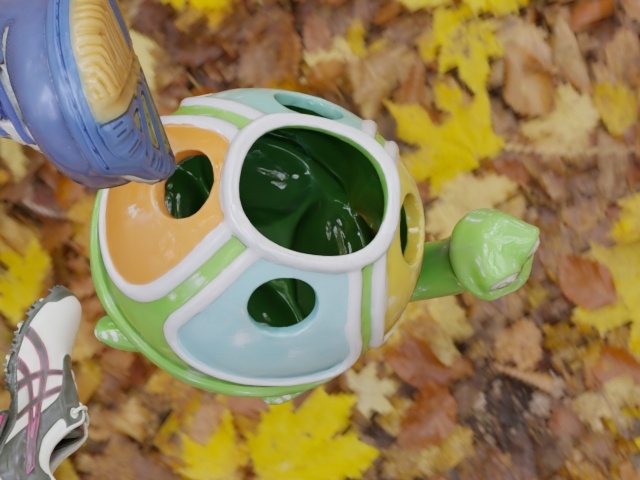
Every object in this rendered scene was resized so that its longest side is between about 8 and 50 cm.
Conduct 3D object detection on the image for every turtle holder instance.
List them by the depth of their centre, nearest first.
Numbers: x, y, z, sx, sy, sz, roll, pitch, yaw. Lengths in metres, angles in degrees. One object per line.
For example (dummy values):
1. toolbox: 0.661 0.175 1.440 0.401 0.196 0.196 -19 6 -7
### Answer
1. turtle holder: -0.014 0.011 1.313 0.320 0.227 0.243 35 65 -8

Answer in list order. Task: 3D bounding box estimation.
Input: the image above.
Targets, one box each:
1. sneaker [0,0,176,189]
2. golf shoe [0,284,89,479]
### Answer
1. sneaker: -0.154 -0.079 0.840 0.131 0.296 0.112 -18 109 -7
2. golf shoe: -0.309 0.181 1.924 0.120 0.105 0.273 11 60 11
